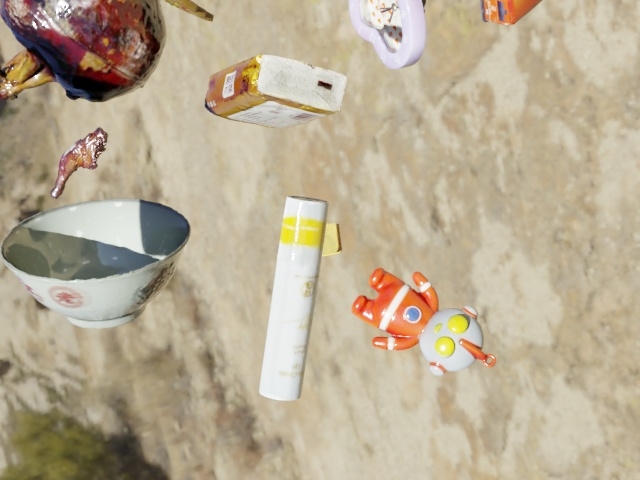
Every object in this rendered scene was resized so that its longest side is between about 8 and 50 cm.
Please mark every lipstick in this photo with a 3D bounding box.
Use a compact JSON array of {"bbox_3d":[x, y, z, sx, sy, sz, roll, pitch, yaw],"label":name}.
[{"bbox_3d":[-0.035,0.076,1.352,0.059,0.059,0.264,-154,70,-67],"label":"lipstick"}]

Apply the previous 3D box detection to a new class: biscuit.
[{"bbox_3d":[-0.175,-0.301,1.330,0.016,0.082,0.092,-62,6,6],"label":"biscuit"}]

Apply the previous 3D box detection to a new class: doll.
[{"bbox_3d":[0.237,0.190,2.309,0.336,0.199,0.105,31,167,14],"label":"doll"}]

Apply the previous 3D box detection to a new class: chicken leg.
[{"bbox_3d":[-0.518,-0.170,2.235,0.205,0.053,0.093,-36,57,39],"label":"chicken leg"}]

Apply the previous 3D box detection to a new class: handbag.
[{"bbox_3d":[0.000,0.000,1.996,0.027,0.083,0.061,12,-111,-61],"label":"handbag"}]

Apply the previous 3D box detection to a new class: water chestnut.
[{"bbox_3d":[-0.437,-0.370,1.851,0.335,0.347,0.335,37,-176,-3],"label":"water chestnut"}]

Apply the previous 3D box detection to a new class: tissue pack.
[{"bbox_3d":[-0.087,-0.266,1.904,0.226,0.183,0.092,-1,79,60],"label":"tissue pack"}]

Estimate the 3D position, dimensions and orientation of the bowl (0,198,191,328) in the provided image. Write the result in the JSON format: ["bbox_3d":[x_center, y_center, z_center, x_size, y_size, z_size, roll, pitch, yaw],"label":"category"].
[{"bbox_3d":[-0.395,0.059,1.892,0.337,0.337,0.157,-134,37,-57],"label":"bowl"}]

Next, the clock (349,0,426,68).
[{"bbox_3d":[0.130,-0.405,1.810,0.198,0.064,0.172,54,145,32],"label":"clock"}]

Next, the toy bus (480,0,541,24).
[{"bbox_3d":[0.346,-0.435,1.766,0.077,0.174,0.079,30,151,38],"label":"toy bus"}]
